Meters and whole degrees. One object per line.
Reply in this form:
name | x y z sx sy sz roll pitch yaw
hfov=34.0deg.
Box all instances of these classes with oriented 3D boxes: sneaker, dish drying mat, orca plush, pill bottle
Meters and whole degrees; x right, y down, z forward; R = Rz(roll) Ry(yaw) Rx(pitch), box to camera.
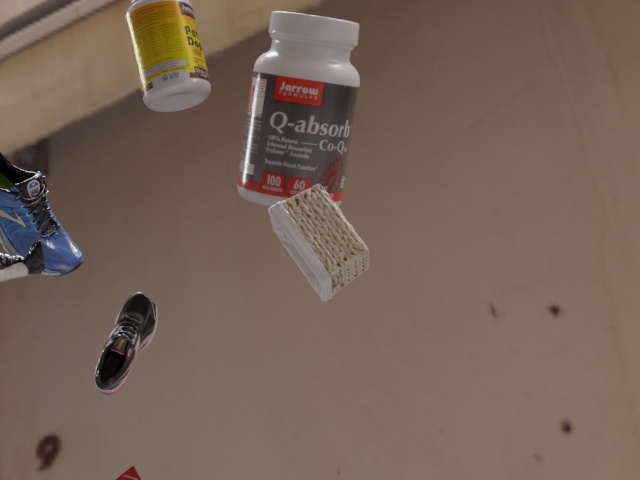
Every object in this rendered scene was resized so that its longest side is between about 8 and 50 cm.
sneaker | -0.323 0.172 1.739 0.072 0.178 0.077 18 -11 0
dish drying mat | -0.331 0.408 1.731 0.083 0.032 0.008 -40 -18 19
orca plush | -0.574 0.027 1.602 0.287 0.102 0.151 -13 -3 -12
pill bottle | -0.037 -0.249 2.028 0.210 0.363 0.210 8 10 -1
sneaker | -0.635 -0.062 2.249 0.330 0.130 0.147 46 -52 -5
pill bottle | -0.264 -0.336 1.782 0.117 0.215 0.117 -14 -10 -3

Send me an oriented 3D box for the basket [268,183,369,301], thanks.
basket | 0.000 0.000 1.778 0.103 0.167 0.113 -33 -19 -9
